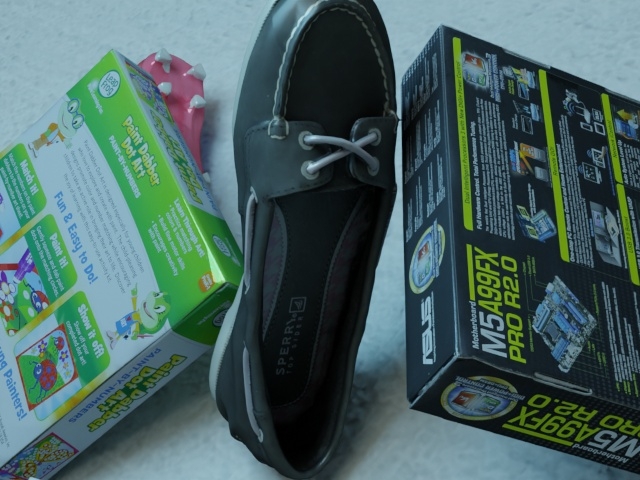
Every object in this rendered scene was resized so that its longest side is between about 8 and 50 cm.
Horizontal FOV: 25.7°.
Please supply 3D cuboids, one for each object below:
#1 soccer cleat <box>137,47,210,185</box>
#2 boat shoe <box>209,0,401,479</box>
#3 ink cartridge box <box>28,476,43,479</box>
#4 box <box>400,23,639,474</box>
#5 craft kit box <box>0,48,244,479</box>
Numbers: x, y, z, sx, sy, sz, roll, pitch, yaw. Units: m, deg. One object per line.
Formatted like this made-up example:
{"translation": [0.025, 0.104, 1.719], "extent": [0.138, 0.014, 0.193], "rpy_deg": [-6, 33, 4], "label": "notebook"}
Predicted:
{"translation": [-0.141, -0.048, 1.166], "extent": [0.095, 0.083, 0.248], "rpy_deg": [-40, 41, 43], "label": "soccer cleat"}
{"translation": [0.000, 0.000, 0.895], "extent": [0.112, 0.335, 0.095], "rpy_deg": [-5, 30, -27], "label": "boat shoe"}
{"translation": [-0.146, 0.197, 0.951], "extent": [0.115, 0.063, 0.029], "rpy_deg": [8, 58, 31], "label": "ink cartridge box"}
{"translation": [0.158, 0.007, 0.873], "extent": [0.060, 0.216, 0.270], "rpy_deg": [125, 154, -44], "label": "box"}
{"translation": [-0.189, 0.021, 1.059], "extent": [0.246, 0.061, 0.250], "rpy_deg": [-40, 54, 17], "label": "craft kit box"}
